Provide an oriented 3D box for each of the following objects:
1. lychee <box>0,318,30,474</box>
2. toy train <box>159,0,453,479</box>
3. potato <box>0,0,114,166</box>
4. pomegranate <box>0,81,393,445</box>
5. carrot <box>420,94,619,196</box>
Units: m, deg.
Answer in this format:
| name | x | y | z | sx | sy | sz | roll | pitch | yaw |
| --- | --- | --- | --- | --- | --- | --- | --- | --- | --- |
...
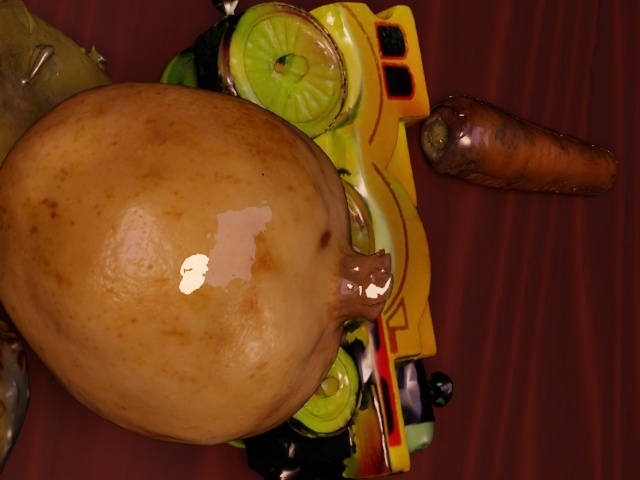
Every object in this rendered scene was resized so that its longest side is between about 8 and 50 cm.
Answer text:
| name | x | y | z | sx | sy | sz | roll | pitch | yaw |
| --- | --- | --- | --- | --- | --- | --- | --- | --- | --- |
| lychee | -0.222 | 0.079 | 0.781 | 0.171 | 0.171 | 0.171 | 10 | 74 | -35 |
| toy train | 0.000 | 0.000 | 0.994 | 0.160 | 0.100 | 0.296 | -2 | 81 | -39 |
| potato | -0.189 | -0.080 | 0.879 | 0.225 | 0.090 | 0.117 | 24 | 81 | -34 |
| pomegranate | -0.056 | 0.010 | 0.827 | 0.196 | 0.196 | 0.196 | 10 | 74 | -35 |
| carrot | 0.132 | -0.057 | 1.140 | 0.161 | 0.055 | 0.055 | 12 | 72 | -42 |
